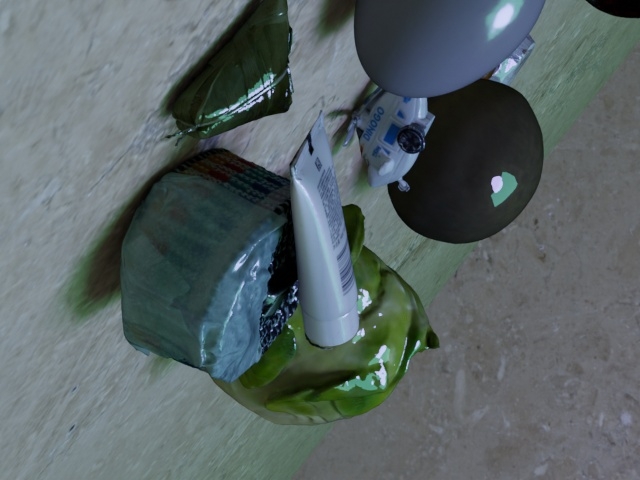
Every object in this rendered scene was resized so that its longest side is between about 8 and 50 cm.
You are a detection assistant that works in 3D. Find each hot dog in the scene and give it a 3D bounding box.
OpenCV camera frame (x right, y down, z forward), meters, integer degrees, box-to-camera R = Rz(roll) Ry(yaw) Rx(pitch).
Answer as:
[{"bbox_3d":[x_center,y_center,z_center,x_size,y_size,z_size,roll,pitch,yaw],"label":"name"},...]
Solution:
[{"bbox_3d":[0.261,-0.243,2.357,0.192,0.053,0.099,-55,167,30],"label":"hot dog"}]

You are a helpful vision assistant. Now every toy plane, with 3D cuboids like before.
[{"bbox_3d":[0.113,-0.181,1.864,0.273,0.107,0.182,-60,171,17],"label":"toy plane"}]

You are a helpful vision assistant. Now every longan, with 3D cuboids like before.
[{"bbox_3d":[0.199,-0.109,2.132,0.248,0.248,0.248,-49,168,-14],"label":"longan"}]

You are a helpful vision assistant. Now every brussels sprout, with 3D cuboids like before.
[{"bbox_3d":[-0.010,0.095,1.849,0.294,0.259,0.227,-49,-158,22],"label":"brussels sprout"}]

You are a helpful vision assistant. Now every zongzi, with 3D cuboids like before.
[{"bbox_3d":[-0.091,-0.156,1.353,0.154,0.062,0.130,-23,132,-35],"label":"zongzi"}]

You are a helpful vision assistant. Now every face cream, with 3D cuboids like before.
[{"bbox_3d":[0.000,0.000,1.474,0.092,0.058,0.244,-66,156,-47],"label":"face cream"}]

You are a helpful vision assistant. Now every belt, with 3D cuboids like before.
[{"bbox_3d":[-0.098,0.024,1.537,0.257,0.150,0.207,-39,147,-62],"label":"belt"}]

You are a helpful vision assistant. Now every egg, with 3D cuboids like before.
[{"bbox_3d":[0.128,-0.245,1.547,0.232,0.176,0.176,-54,168,19],"label":"egg"}]

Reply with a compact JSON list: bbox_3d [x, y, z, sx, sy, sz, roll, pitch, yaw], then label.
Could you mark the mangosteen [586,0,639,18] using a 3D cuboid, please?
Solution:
[{"bbox_3d":[0.370,-0.384,1.986,0.289,0.231,0.231,-27,162,-14],"label":"mangosteen"}]
